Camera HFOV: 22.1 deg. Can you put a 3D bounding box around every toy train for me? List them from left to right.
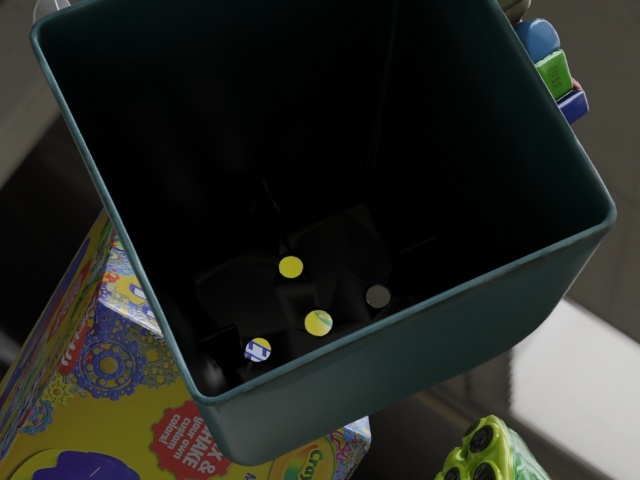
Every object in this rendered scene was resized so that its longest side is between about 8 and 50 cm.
[{"bbox_3d":[0.094,-0.142,1.387,0.248,0.105,0.143,-6,-72,41],"label":"toy train"}]

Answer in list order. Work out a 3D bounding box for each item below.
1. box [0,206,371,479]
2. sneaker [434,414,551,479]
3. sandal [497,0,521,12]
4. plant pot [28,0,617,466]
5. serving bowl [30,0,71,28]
[{"bbox_3d":[-0.118,0.136,1.044,0.177,0.290,0.279,29,17,-12],"label":"box"},{"bbox_3d":[0.154,0.227,1.106,0.123,0.109,0.295,29,15,-27],"label":"sneaker"},{"bbox_3d":[0.056,-0.118,1.230,0.303,0.120,0.086,-36,-106,37],"label":"sandal"},{"bbox_3d":[0.000,0.000,0.703,0.234,0.165,0.166,88,-23,-68],"label":"plant pot"},{"bbox_3d":[-0.167,-0.122,1.066,0.083,0.027,0.083,-23,90,-88],"label":"serving bowl"}]
